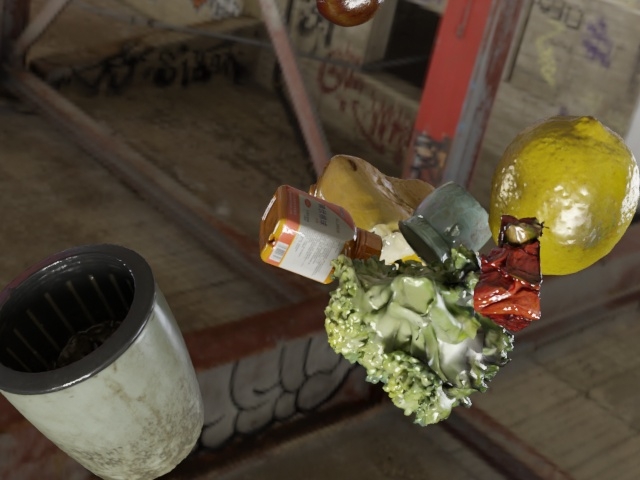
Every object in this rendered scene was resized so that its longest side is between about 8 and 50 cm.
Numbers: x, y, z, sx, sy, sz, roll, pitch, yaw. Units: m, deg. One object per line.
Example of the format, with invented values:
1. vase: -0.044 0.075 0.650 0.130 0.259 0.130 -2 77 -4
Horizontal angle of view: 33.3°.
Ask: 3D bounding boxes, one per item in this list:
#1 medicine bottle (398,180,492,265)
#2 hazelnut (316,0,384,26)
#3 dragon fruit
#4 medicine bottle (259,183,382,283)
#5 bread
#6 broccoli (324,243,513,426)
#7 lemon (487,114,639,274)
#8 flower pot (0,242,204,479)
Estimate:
1. medicine bottle: 0.244 -0.022 2.095 0.143 0.147 0.147 -39 -135 -7
2. hazelnut: 0.088 -0.662 2.695 0.217 0.251 0.217 12 176 1
3. dragon fruit: 0.315 0.044 1.637 0.092 0.122 0.192 -13 -132 41
4. medicine bottle: 0.000 -0.001 2.071 0.222 0.112 0.149 20 -150 -16
5. bread: 0.146 -0.021 2.550 0.361 0.250 0.394 15 -151 -36
6. broccoli: 0.169 0.120 1.834 0.348 0.293 0.281 41 173 11
7. lemon: 0.414 -0.072 1.842 0.253 0.310 0.253 16 -155 -8
8. flower pot: -0.336 0.215 1.708 0.293 0.330 0.293 -14 -138 13
